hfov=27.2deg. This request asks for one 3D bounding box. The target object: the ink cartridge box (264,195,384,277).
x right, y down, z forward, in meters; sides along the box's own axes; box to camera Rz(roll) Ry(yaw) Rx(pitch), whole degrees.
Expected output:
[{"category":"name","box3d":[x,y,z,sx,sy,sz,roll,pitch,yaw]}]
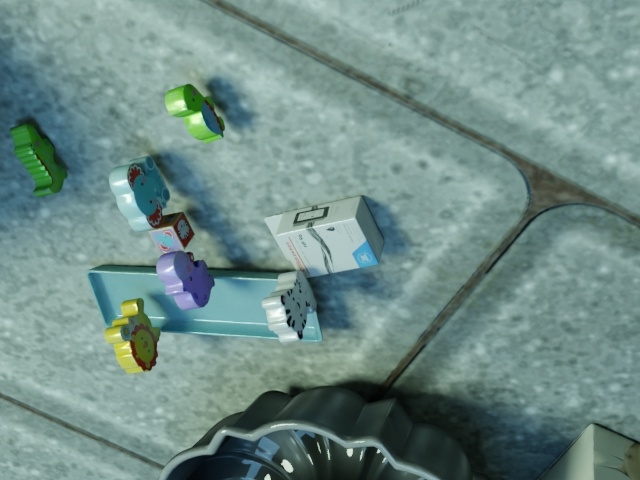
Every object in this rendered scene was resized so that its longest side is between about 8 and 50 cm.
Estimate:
[{"category":"ink cartridge box","box3d":[0.000,0.000,0.998,0.083,0.028,0.048,-12,127,24]}]

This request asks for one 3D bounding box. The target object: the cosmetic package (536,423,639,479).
[{"category":"cosmetic package","box3d":[0.329,0.295,1.097,0.309,0.160,0.113,24,131,-10]}]

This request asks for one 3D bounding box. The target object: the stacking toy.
[{"category":"stacking toy","box3d":[-0.120,-0.003,0.985,0.167,0.052,0.221,-12,118,28]}]

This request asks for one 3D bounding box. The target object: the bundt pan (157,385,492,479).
[{"category":"bundt pan","box3d":[0.017,0.262,1.131,0.330,0.124,0.331,8,118,15]}]

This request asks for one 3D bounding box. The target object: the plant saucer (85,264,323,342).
[{"category":"plant saucer","box3d":[-0.093,0.048,1.065,0.192,0.018,0.067,2,131,16]}]
